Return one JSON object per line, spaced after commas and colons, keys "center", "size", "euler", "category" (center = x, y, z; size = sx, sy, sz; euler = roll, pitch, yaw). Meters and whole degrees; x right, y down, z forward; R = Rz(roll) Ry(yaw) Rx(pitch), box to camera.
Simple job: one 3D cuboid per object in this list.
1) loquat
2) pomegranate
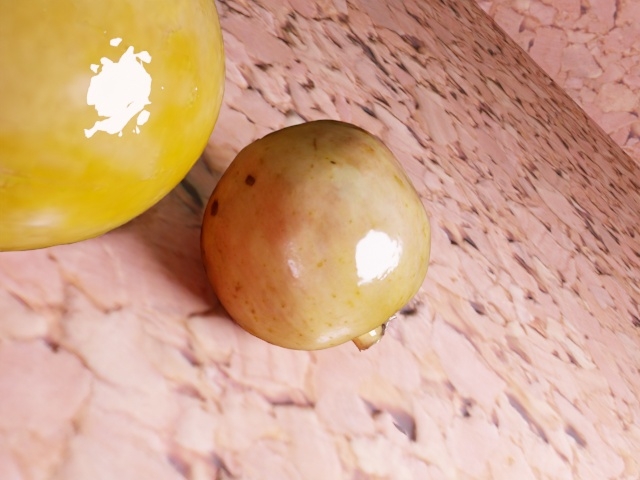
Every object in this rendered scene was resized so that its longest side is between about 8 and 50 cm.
{"center": [-0.185, -0.122, 0.418], "size": [0.263, 0.263, 0.263], "euler": [30, 35, -24], "category": "loquat"}
{"center": [0.000, -0.004, 0.568], "size": [0.191, 0.191, 0.191], "euler": [30, 35, -24], "category": "pomegranate"}
